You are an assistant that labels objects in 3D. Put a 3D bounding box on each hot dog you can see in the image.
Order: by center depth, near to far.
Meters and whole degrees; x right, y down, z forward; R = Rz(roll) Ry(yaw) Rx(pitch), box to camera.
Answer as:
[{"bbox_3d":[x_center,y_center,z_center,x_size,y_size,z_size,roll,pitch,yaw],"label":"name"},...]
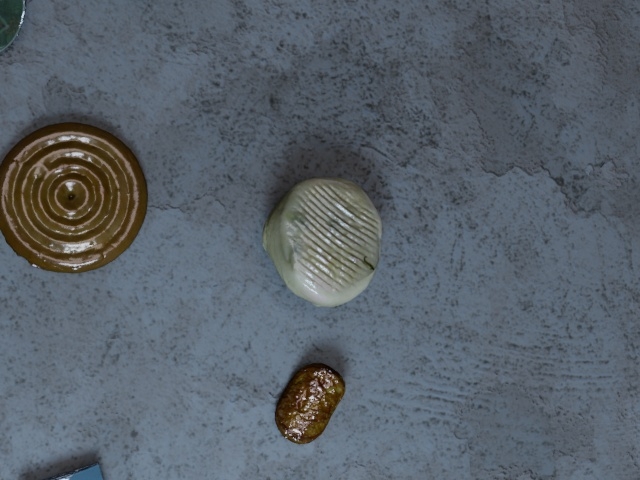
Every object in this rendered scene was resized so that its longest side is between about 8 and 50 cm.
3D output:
[{"bbox_3d":[-0.018,0.287,1.716,0.099,0.065,0.147,29,86,-11],"label":"hot dog"}]

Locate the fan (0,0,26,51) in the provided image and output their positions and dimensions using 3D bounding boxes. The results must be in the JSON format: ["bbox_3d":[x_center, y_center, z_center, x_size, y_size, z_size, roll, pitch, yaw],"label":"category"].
[{"bbox_3d":[-0.541,-0.403,1.583,0.294,0.012,0.223,-3,120,-1],"label":"fan"}]

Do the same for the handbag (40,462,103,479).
[{"bbox_3d":[-0.399,0.493,1.609,0.144,0.057,0.221,-15,90,-19],"label":"handbag"}]

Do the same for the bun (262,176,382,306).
[{"bbox_3d":[0.000,0.000,1.713,0.209,0.116,0.237,26,64,-16],"label":"bun"}]

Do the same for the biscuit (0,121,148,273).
[{"bbox_3d":[-0.421,-0.072,1.650,0.261,0.037,0.262,1,86,-15],"label":"biscuit"}]
